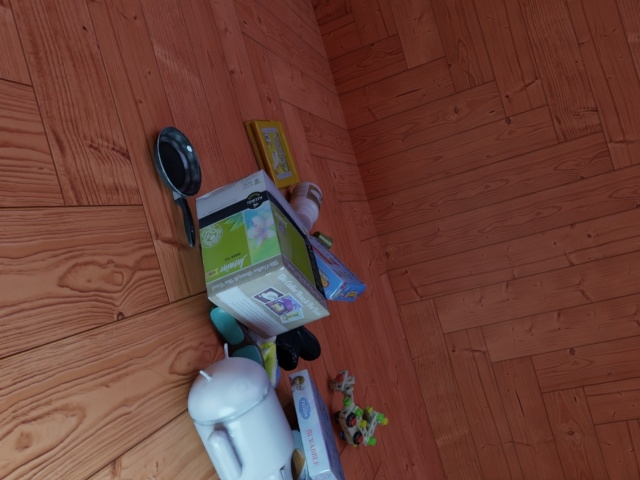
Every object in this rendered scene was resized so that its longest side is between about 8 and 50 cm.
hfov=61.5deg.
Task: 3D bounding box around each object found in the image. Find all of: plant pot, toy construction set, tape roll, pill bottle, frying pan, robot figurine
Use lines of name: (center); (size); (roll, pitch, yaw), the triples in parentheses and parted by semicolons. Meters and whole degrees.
plant pot: (0.000, 0.000, 2.412); (0.079, 0.083, 0.083); (42, 34, -35)
toy construction set: (0.144, 0.680, 2.132); (0.215, 0.151, 0.328); (-48, 115, -40)
tape roll: (-0.092, 0.672, 1.573); (0.219, 0.072, 0.219); (-15, 90, -71)
pill bottle: (-0.069, -0.132, 2.215); (0.229, 0.131, 0.131); (-79, 148, -54)
frying pan: (-0.371, -0.150, 1.472); (0.197, 0.053, 0.326); (-36, 111, -71)
robot figurine: (-0.189, 0.430, 1.283); (0.300, 0.199, 0.353); (-71, 142, -74)

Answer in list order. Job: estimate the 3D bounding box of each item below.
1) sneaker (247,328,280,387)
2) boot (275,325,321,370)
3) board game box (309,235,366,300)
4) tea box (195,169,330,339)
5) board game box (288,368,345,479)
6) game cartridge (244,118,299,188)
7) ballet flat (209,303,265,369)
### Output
sneaker: (-0.171, 0.347, 1.628); (0.126, 0.091, 0.240); (80, 5, -55)
boot: (-0.089, 0.365, 1.794); (0.246, 0.094, 0.207); (58, 20, -23)
board game box: (0.005, 0.098, 2.071); (0.308, 0.086, 0.302); (44, 9, 21)
tea box: (-0.156, 0.050, 1.488); (0.329, 0.220, 0.323); (53, 17, -54)
board game box: (-0.003, 0.619, 1.691); (0.318, 0.066, 0.319); (71, 1, -48)
game cartridge: (-0.184, -0.351, 2.188); (0.323, 0.052, 0.285); (-37, 110, -70)
ballet flat: (-0.219, 0.283, 1.501); (0.096, 0.095, 0.280); (-80, 151, -77)
